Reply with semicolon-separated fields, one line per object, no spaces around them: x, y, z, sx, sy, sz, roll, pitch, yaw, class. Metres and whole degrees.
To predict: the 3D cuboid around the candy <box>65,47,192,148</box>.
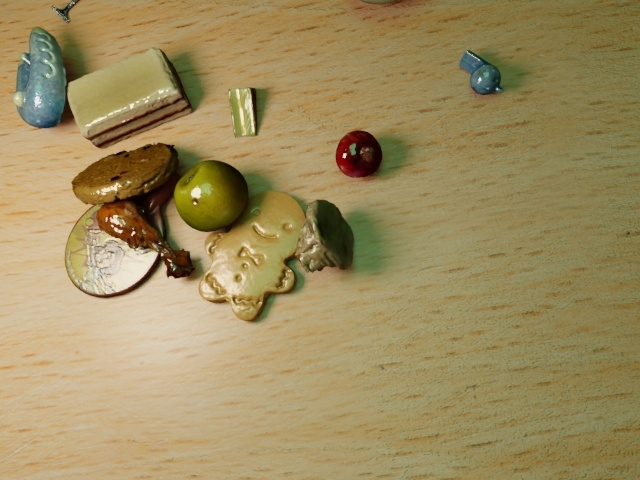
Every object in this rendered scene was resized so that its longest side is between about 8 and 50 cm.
-0.558;-0.414;1.551;0.320;0.135;0.179;-21;71;-1;candy

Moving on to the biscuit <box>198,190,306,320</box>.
-0.171;0.029;1.417;0.275;0.052;0.355;29;80;14;biscuit

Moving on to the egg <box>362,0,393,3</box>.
0.213;-0.833;1.522;0.352;0.258;0.258;-36;73;-10;egg

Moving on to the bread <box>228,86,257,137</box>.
-0.222;-0.375;1.564;0.074;0.084;0.139;-7;104;4;bread

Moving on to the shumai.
0.000;0.000;1.354;0.120;0.201;0.201;-22;70;25;shumai

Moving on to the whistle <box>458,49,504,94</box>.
0.441;-0.456;1.475;0.158;0.090;0.090;40;81;16;whistle

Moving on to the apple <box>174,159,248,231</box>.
-0.290;-0.120;1.405;0.196;0.157;0.196;-28;36;23;apple

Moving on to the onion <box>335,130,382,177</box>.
0.104;-0.230;1.427;0.131;0.131;0.131;-2;73;6;onion

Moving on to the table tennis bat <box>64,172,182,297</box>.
-0.532;-0.029;1.479;0.268;0.051;0.415;38;83;13;table tennis bat

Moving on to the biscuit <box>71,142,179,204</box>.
-0.521;-0.178;1.444;0.295;0.075;0.296;-12;31;7;biscuit

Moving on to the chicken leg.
-0.456;-0.010;1.406;0.304;0.093;0.113;35;71;5;chicken leg

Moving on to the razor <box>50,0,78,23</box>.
-0.794;-0.802;1.748;0.066;0.033;0.190;44;76;-29;razor

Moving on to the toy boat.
-0.840;-0.470;1.550;0.215;0.123;0.330;-39;60;35;toy boat
